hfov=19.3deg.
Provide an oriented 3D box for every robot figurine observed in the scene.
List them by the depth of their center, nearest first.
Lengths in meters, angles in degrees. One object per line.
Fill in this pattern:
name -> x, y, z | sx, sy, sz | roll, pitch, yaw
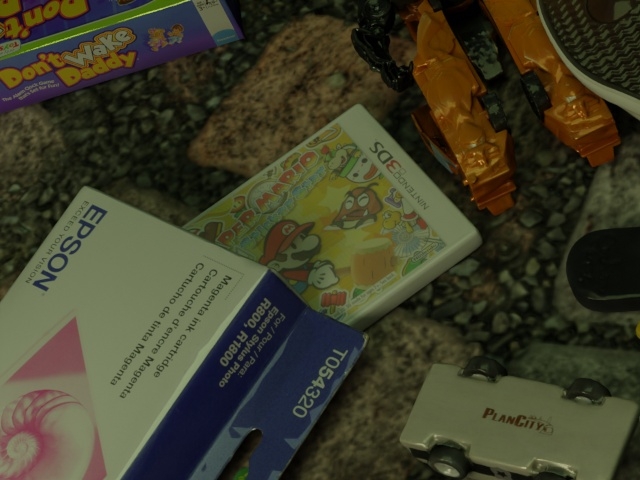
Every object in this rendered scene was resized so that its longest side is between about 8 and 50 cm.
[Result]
robot figurine -> 0.151, -0.169, 1.732 | 0.211, 0.085, 0.291 | -25, 52, 3

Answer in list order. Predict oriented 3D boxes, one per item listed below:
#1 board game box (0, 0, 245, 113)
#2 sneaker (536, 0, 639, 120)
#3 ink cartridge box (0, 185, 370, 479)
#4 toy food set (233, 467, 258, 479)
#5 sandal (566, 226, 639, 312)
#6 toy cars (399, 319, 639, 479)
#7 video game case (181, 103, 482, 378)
board game box -> -0.264, -0.268, 1.963 | 0.347, 0.078, 0.233 | -17, 53, 9
sneaker -> 0.299, -0.135, 1.622 | 0.106, 0.123, 0.290 | -44, 63, 5
ink cartridge box -> -0.175, 0.139, 1.631 | 0.330, 0.071, 0.324 | 22, 70, 36
toy food set -> -0.067, 0.234, 1.575 | 0.083, 0.020, 0.082 | -41, 52, -9
sandal -> 0.329, 0.010, 1.557 | 0.255, 0.054, 0.097 | -12, 54, 13
toy cars -> 0.260, 0.120, 1.493 | 0.394, 0.087, 0.176 | -25, 47, 7
video game case -> 0.000, 0.000, 1.709 | 0.227, 0.026, 0.206 | -36, 52, -5
